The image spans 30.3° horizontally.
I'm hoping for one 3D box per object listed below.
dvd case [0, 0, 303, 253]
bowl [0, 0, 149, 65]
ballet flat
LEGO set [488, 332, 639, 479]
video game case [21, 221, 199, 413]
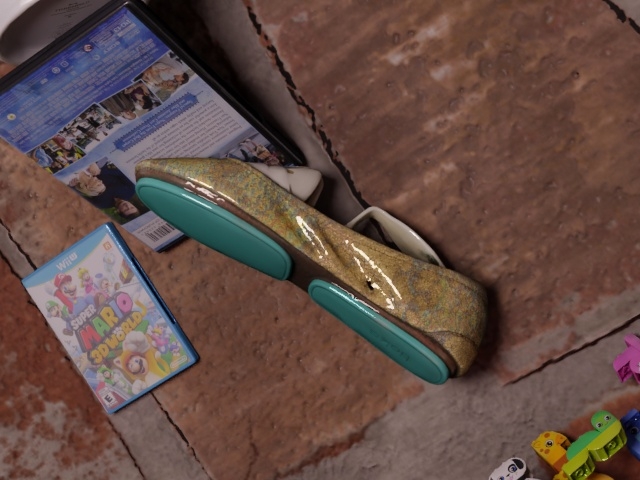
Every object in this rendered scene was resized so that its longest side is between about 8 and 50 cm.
[{"bbox_3d":[-0.157,-0.095,1.060,0.180,0.022,0.253,-31,135,18],"label":"dvd case"},{"bbox_3d":[-0.231,-0.238,0.981,0.298,0.298,0.134,-30,80,19],"label":"bowl"},{"bbox_3d":[0.000,0.000,1.077,0.349,0.123,0.123,32,108,1],"label":"ballet flat"},{"bbox_3d":[0.236,0.179,1.065,0.227,0.093,0.087,-39,127,-7],"label":"LEGO set"},{"bbox_3d":[-0.215,0.080,1.204,0.119,0.015,0.166,-32,92,19],"label":"video game case"}]
